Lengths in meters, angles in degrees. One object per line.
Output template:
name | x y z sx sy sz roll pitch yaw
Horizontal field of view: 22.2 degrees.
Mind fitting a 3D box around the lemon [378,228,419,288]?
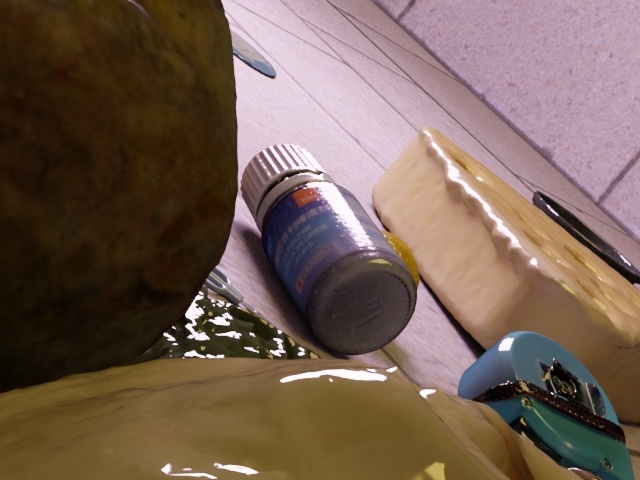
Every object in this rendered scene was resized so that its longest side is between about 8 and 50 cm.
lemon | 0.046 0.026 1.300 0.092 0.065 0.065 46 10 -16

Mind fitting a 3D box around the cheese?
cheese | 0.213 0.056 1.580 0.384 0.104 0.384 38 11 -9

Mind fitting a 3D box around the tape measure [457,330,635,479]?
tape measure | 0.165 0.133 1.217 0.146 0.081 0.125 28 33 -30

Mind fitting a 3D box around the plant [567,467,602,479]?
plant | 0.126 0.190 0.872 0.104 0.116 0.122 23 36 -11

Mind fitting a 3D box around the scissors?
scissors | -0.049 0.044 1.093 0.083 0.006 0.036 39 14 1

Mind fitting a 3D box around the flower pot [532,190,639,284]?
flower pot | 0.272 0.034 1.830 0.157 0.107 0.157 36 10 -7

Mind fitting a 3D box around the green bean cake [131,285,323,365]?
green bean cake | -0.020 0.114 0.724 0.181 0.094 0.173 36 13 -11

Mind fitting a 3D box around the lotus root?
lotus root | -0.209 -0.069 0.541 0.346 0.250 0.250 23 20 -39

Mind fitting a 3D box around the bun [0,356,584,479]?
bun | 0.023 0.155 0.461 0.364 0.202 0.364 37 10 -8

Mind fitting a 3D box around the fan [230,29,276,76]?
fan | -0.118 -0.250 1.943 0.175 0.005 0.113 45 14 19

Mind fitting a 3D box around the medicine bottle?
medicine bottle | 0.000 0.000 1.214 0.083 0.083 0.203 31 14 -32
